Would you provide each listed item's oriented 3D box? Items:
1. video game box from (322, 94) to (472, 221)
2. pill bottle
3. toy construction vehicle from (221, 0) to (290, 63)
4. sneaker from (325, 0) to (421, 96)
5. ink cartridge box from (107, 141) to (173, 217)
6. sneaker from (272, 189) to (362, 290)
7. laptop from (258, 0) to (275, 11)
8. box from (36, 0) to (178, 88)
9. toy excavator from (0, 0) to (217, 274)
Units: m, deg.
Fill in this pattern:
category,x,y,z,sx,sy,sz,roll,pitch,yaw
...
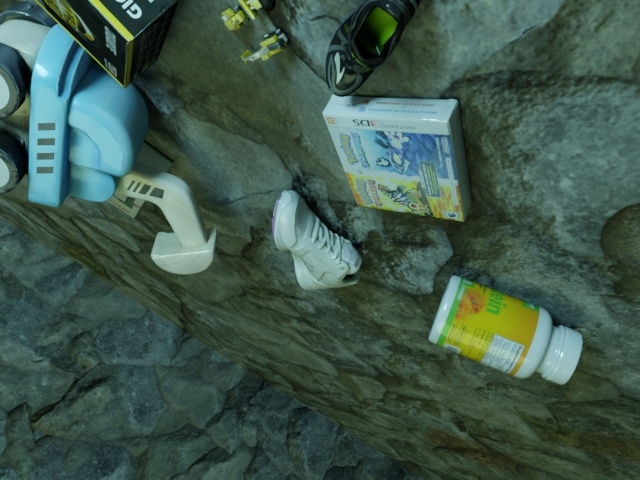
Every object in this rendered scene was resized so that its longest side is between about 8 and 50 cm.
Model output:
category,x,y,z,sx,sy,sz,roll,pitch,yaw
video game box,0.118,-0.119,0.767,0.186,0.048,0.205,13,149,31
pill bottle,0.337,0.169,0.956,0.245,0.137,0.136,21,152,13
toy construction vehicle,-0.089,-0.281,0.689,0.098,0.035,0.086,1,142,41
sneaker,0.048,-0.229,0.607,0.067,0.078,0.188,34,153,-10
ink cartridge box,-0.441,-0.152,1.164,0.154,0.093,0.212,36,153,-17
sneaker,0.000,0.000,1.037,0.151,0.114,0.305,1,148,19
laptop,-0.256,-0.375,0.451,0.236,0.408,0.382,-29,133,12
box,-0.296,-0.317,0.597,0.257,0.079,0.322,48,170,-21
toy excavator,-0.378,-0.140,0.943,0.444,0.223,0.433,15,128,-14
